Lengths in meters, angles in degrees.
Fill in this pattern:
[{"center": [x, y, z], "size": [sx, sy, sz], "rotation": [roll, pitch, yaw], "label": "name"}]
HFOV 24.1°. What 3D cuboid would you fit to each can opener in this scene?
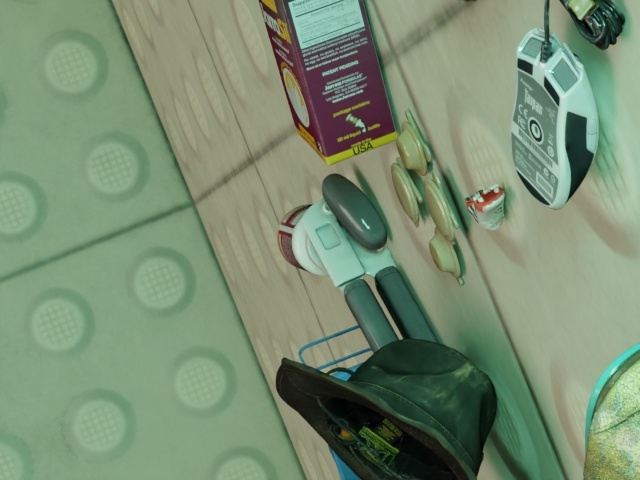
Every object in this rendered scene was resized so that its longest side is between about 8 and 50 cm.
[{"center": [0.063, 0.052, 1.683], "size": [0.095, 0.076, 0.283], "rotation": [86, 158, -62], "label": "can opener"}]

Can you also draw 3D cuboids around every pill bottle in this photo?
[{"center": [0.000, 0.000, 1.864], "size": [0.152, 0.086, 0.086], "rotation": [-162, 50, -77], "label": "pill bottle"}]

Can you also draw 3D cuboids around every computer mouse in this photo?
[{"center": [0.158, -0.105, 0.981], "size": [0.106, 0.042, 0.193], "rotation": [52, 157, 40], "label": "computer mouse"}]

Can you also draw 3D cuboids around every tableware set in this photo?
[{"center": [0.103, -0.039, 1.450], "size": [0.168, 0.020, 0.141], "rotation": [85, 161, -63], "label": "tableware set"}]

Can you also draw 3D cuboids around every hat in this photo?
[{"center": [0.105, 0.182, 1.520], "size": [0.331, 0.134, 0.331], "rotation": [38, 163, 14], "label": "hat"}]

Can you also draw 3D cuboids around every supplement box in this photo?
[{"center": [0.004, -0.184, 1.475], "size": [0.104, 0.081, 0.188], "rotation": [-131, 21, -60], "label": "supplement box"}]

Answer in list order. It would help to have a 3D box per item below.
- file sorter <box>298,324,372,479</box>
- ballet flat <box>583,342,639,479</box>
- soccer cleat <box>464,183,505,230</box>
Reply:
[{"center": [0.052, 0.211, 1.966], "size": [0.104, 0.118, 0.170], "rotation": [-123, 14, -60], "label": "file sorter"}, {"center": [0.236, 0.200, 1.044], "size": [0.348, 0.123, 0.123], "rotation": [82, 162, -54], "label": "ballet flat"}, {"center": [0.142, -0.026, 1.258], "size": [0.035, 0.029, 0.083], "rotation": [59, 173, -2], "label": "soccer cleat"}]
